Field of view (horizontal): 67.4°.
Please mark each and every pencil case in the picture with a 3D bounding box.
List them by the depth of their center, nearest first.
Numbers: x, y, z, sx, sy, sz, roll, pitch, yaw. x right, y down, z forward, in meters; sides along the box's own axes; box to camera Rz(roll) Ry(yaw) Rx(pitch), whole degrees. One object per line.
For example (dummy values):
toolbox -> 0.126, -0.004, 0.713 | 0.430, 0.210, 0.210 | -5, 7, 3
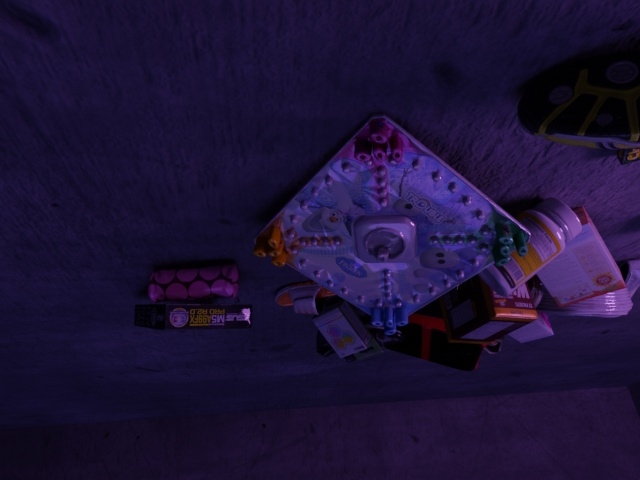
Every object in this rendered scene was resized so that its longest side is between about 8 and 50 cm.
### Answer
pencil case -> -0.302, 0.107, 1.162 | 0.209, 0.095, 0.098 | -1, 178, -3

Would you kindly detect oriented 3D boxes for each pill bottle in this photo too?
pill bottle -> 0.430, 0.011, 1.010 | 0.208, 0.119, 0.119 | -38, 146, 0

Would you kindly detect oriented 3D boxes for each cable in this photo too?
cable -> 0.716, 0.161, 1.333 | 0.256, 0.089, 0.257 | 0, 176, 15

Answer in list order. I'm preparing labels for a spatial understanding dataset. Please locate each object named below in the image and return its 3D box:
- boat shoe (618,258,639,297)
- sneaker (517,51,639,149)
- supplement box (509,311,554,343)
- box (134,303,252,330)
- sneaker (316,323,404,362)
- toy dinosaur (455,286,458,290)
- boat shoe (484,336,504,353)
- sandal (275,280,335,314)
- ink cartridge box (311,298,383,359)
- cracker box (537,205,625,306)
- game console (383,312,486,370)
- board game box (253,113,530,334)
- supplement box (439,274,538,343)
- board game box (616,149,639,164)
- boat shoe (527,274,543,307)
boat shoe -> 0.870, 0.120, 1.397 | 0.081, 0.079, 0.228 | 3, 146, 4
sneaker -> 0.485, -0.175, 0.679 | 0.384, 0.145, 0.147 | 3, 161, 22
supplement box -> 0.644, 0.242, 1.529 | 0.113, 0.111, 0.220 | -25, 145, 31
box -> -0.327, 0.191, 1.213 | 0.216, 0.060, 0.270 | 5, 171, -35
sneaker -> 0.127, 0.339, 1.554 | 0.283, 0.124, 0.107 | 2, 153, 8
toy dinosaur -> 0.231, 0.051, 1.121 | 0.295, 0.127, 0.200 | -9, 158, 18
boat shoe -> 0.580, 0.305, 1.637 | 0.113, 0.104, 0.302 | -17, 148, 20
sandal -> -0.001, 0.157, 1.305 | 0.265, 0.076, 0.102 | -14, 149, 15
ink cartridge box -> 0.081, 0.283, 1.436 | 0.109, 0.062, 0.209 | -30, 100, 36
cracker box -> 0.591, 0.045, 1.134 | 0.155, 0.067, 0.232 | -26, 122, 32
game console -> 0.368, 0.330, 1.607 | 0.341, 0.060, 0.387 | 13, 154, 18
board game box -> 0.124, 0.009, 0.923 | 0.389, 0.050, 0.390 | 33, 130, -20
supplement box -> 0.415, 0.142, 1.230 | 0.128, 0.192, 0.194 | 7, 149, -21
board game box -> 0.574, -0.223, 0.780 | 0.136, 0.030, 0.260 | -17, 149, 15
boat shoe -> 0.500, 0.176, 1.382 | 0.116, 0.123, 0.324 | 11, 147, -18
